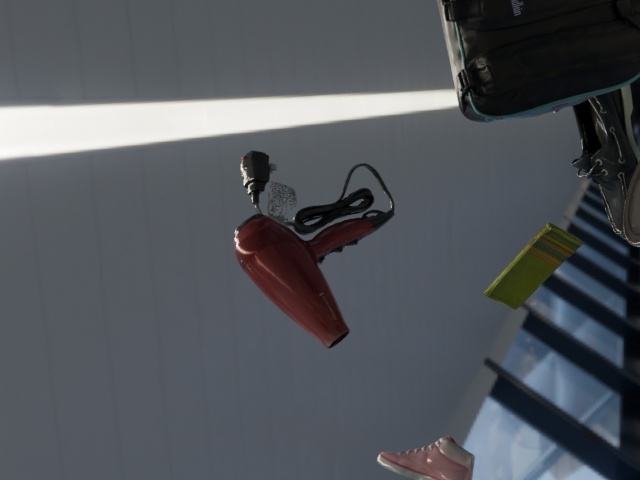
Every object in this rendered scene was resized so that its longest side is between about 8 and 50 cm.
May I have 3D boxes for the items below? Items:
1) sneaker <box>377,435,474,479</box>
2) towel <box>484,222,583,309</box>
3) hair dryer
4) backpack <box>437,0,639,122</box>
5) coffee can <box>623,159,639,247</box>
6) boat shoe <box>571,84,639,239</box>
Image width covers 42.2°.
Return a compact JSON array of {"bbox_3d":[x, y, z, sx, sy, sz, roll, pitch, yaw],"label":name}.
[{"bbox_3d":[0.145,0.290,1.112,0.051,0.134,0.070,29,-104,-59],"label":"sneaker"},{"bbox_3d":[0.483,0.065,1.885,0.237,0.102,0.021,-53,21,31],"label":"towel"},{"bbox_3d":[0.000,0.000,1.067,0.080,0.223,0.294,111,162,-57],"label":"hair dryer"},{"bbox_3d":[0.212,-0.204,0.783,0.144,0.188,0.166,-43,-60,-81],"label":"backpack"},{"bbox_3d":[0.624,-0.046,1.227,0.201,0.275,0.202,-162,90,-89],"label":"coffee can"},{"bbox_3d":[0.512,-0.164,1.513,0.127,0.113,0.340,157,107,-83],"label":"boat shoe"}]
